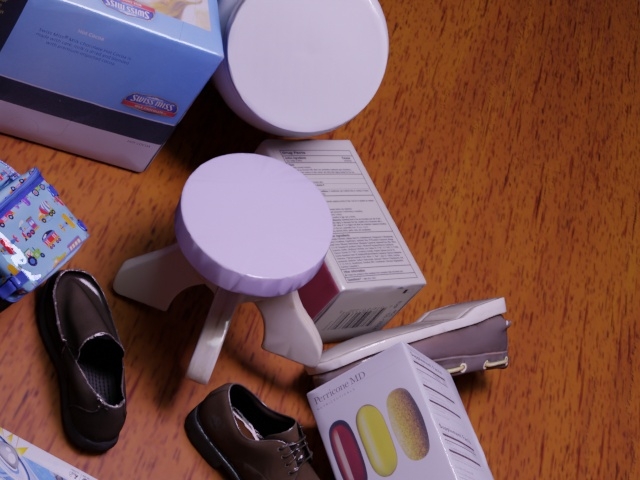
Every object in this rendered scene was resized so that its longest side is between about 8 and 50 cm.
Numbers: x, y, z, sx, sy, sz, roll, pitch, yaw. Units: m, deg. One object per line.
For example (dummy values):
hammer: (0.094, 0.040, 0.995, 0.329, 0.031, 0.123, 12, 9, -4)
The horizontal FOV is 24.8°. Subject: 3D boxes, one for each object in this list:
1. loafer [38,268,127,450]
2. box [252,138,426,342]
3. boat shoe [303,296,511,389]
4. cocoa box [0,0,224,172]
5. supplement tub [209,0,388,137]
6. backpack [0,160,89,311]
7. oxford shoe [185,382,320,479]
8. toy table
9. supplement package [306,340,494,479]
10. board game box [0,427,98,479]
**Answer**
loafer: (-0.239, 0.114, 1.550, 0.080, 0.078, 0.220, 6, 50, -36)
box: (0.000, 0.000, 1.821, 0.148, 0.127, 0.232, -3, 55, -41)
boat shoe: (0.117, 0.148, 1.794, 0.324, 0.116, 0.097, -15, 94, -43)
cocoa box: (-0.321, -0.272, 1.729, 0.347, 0.228, 0.231, 16, 45, -29)
supplement tub: (-0.039, -0.254, 1.856, 0.228, 0.228, 0.316, 29, 7, -15)
backpack: (-0.352, -0.020, 1.529, 0.173, 0.117, 0.158, 54, 39, -6)
oxford shoe: (-0.042, 0.247, 1.577, 0.227, 0.096, 0.083, 44, 37, 1)
toy table: (-0.093, 0.032, 1.645, 0.252, 0.161, 0.274, 27, 28, 7)
supplement package: (0.103, 0.260, 1.621, 0.134, 0.139, 0.244, 35, 28, -54)
board game box: (-0.303, 0.254, 1.398, 0.201, 0.035, 0.136, 31, 39, -14)
